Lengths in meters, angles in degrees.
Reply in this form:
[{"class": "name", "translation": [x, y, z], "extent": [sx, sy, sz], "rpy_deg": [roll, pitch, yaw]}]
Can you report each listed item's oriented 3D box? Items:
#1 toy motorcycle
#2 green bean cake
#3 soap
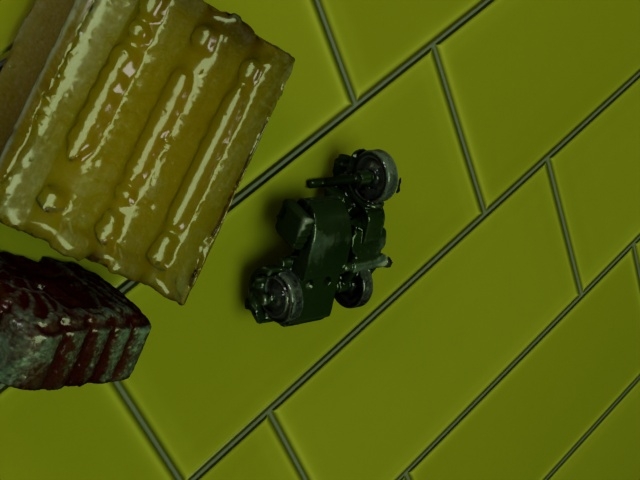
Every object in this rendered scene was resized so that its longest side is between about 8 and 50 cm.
[{"class": "toy motorcycle", "translation": [0.000, 0.000, 1.468], "extent": [0.205, 0.127, 0.275], "rpy_deg": [-8, 119, -38]}, {"class": "green bean cake", "translation": [-0.322, 0.084, 1.209], "extent": [0.232, 0.198, 0.097], "rpy_deg": [7, 111, -58]}, {"class": "soap", "translation": [-0.218, -0.130, 1.197], "extent": [0.293, 0.156, 0.335], "rpy_deg": [24, 90, -41]}]
